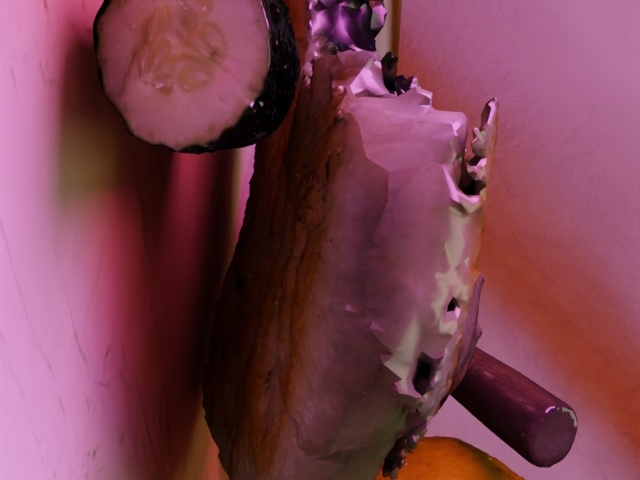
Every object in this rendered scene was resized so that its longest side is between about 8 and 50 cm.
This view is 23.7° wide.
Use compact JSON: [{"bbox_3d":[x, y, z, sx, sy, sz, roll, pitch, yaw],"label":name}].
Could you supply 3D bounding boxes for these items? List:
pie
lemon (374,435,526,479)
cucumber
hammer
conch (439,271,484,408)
[{"bbox_3d":[0.000,0.000,0.779,0.371,0.078,0.296,-102,-154,-60],"label":"pie"},{"bbox_3d":[0.075,0.280,1.176,0.310,0.258,0.258,94,2,-69],"label":"lemon"},{"bbox_3d":[-0.043,-0.072,0.633,0.241,0.074,0.074,-55,149,-86],"label":"cucumber"},{"bbox_3d":[0.082,0.081,1.236,0.440,0.044,0.168,-144,-124,-63],"label":"hammer"},{"bbox_3d":[0.036,0.050,1.063,0.291,0.159,0.210,-67,174,-65],"label":"conch"}]
